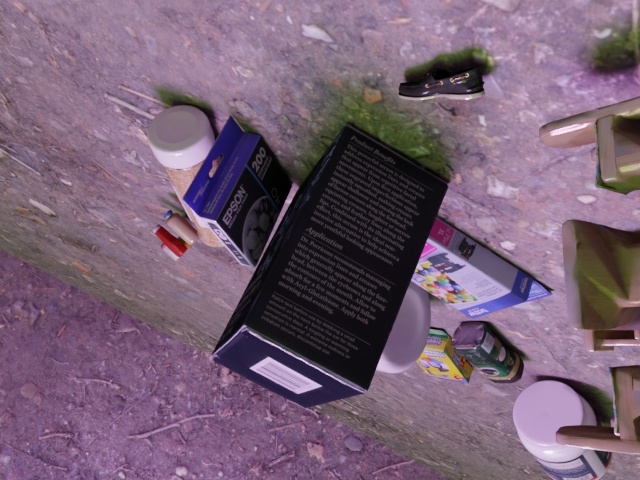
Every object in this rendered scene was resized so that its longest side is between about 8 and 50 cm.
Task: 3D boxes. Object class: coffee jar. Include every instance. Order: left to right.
[{"bbox_3d":[0.404,0.272,1.500,0.184,0.079,0.096,41,148,-27],"label":"coffee jar"}]

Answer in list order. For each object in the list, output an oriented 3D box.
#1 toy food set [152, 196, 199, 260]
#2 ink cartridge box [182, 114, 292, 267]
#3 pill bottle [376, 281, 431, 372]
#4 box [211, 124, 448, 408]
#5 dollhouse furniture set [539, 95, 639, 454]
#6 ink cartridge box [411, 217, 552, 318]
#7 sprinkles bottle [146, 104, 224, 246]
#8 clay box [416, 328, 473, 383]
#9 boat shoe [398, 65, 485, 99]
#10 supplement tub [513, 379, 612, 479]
[{"bbox_3d":[-0.364,-0.029,1.605,0.104,0.111,0.232,44,152,-9],"label":"toy food set"},{"bbox_3d":[-0.145,-0.091,1.173,0.045,0.206,0.208,3,147,32],"label":"ink cartridge box"},{"bbox_3d":[0.033,0.168,1.467,0.407,0.229,0.229,1,145,43],"label":"pill bottle"},{"bbox_3d":[0.011,0.057,1.089,0.211,0.396,0.293,30,154,-7],"label":"box"},{"bbox_3d":[0.397,0.060,0.821,0.393,0.363,0.256,7,168,-39],"label":"dollhouse furniture set"},{"bbox_3d":[0.282,0.069,1.257,0.311,0.065,0.186,29,154,-11],"label":"ink cartridge box"},{"bbox_3d":[-0.247,-0.121,1.308,0.121,0.121,0.355,18,154,16],"label":"sprinkles bottle"},{"bbox_3d":[0.309,0.305,1.678,0.127,0.053,0.222,2,147,39],"label":"clay box"},{"bbox_3d":[0.162,-0.215,0.855,0.133,0.049,0.042,9,122,44],"label":"boat shoe"},{"bbox_3d":[0.614,0.491,1.590,0.191,0.191,0.272,2,145,40],"label":"supplement tub"}]
